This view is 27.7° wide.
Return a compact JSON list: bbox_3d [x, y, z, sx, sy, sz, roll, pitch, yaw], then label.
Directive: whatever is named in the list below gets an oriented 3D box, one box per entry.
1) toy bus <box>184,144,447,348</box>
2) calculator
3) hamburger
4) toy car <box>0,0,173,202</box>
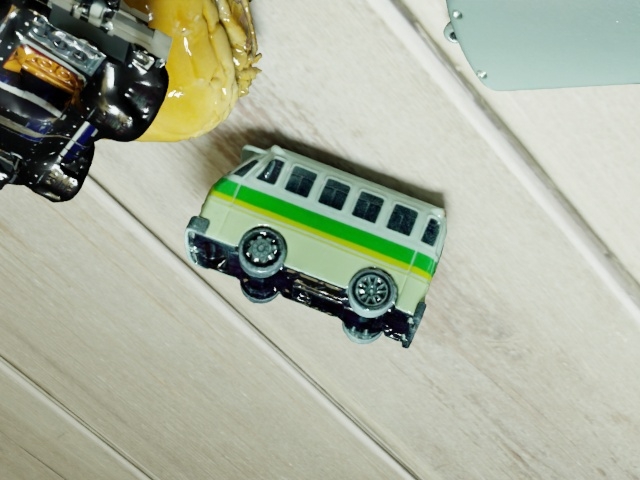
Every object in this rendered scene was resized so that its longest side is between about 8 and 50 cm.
[{"bbox_3d":[0.000,0.000,1.462,0.276,0.164,0.133,22,160,4],"label":"toy bus"},{"bbox_3d":[0.222,-0.195,1.167,0.246,0.045,0.141,0,139,32],"label":"calculator"},{"bbox_3d":[-0.212,-0.231,1.285,0.319,0.158,0.318,14,143,11],"label":"hamburger"},{"bbox_3d":[-0.273,-0.140,1.193,0.193,0.118,0.301,24,149,-25],"label":"toy car"}]
